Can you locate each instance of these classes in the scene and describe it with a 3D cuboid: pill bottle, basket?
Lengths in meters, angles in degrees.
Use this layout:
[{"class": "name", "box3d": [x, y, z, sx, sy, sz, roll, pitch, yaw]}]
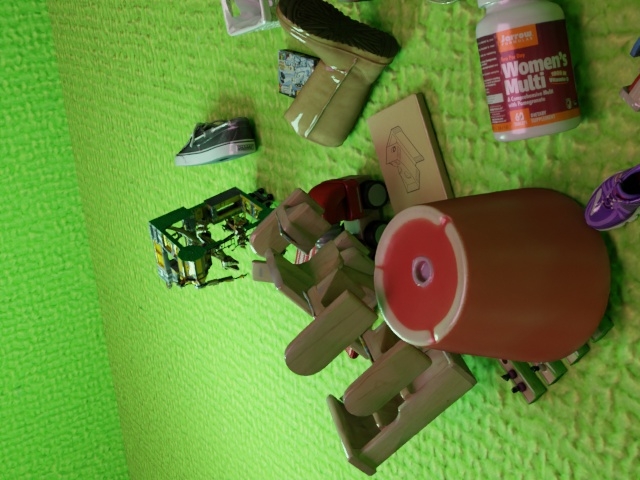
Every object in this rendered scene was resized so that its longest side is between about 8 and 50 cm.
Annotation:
[{"class": "pill bottle", "box3d": [0.280, -0.254, 1.138, 0.121, 0.121, 0.221, 2, 106, 58]}, {"class": "basket", "box3d": [-0.120, -0.490, 1.694, 0.167, 0.103, 0.113, 5, 108, 57]}]

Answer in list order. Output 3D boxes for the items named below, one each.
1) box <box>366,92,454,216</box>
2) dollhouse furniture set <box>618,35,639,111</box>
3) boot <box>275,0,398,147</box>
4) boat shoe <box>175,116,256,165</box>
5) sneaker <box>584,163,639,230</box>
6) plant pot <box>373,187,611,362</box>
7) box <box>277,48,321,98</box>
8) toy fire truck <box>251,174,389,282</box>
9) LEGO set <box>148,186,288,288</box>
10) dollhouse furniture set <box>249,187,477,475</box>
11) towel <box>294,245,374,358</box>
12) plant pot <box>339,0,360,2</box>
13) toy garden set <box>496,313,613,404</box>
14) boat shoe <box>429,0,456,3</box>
[{"class": "box", "box3d": [0.158, -0.146, 1.488, 0.164, 0.021, 0.201, -17, 90, 60]}, {"class": "dollhouse furniture set", "box3d": [0.380, -0.260, 0.963, 0.129, 0.129, 0.183, 56, 146, 27]}, {"class": "boot", "box3d": [-0.011, -0.298, 1.518, 0.269, 0.236, 0.089, -52, 17, 53]}, {"class": "boat shoe", "box3d": [-0.270, -0.246, 2.053, 0.306, 0.113, 0.105, -5, 94, 56]}, {"class": "sneaker", "box3d": [0.398, -0.066, 1.086, 0.068, 0.071, 0.170, 63, 149, 17]}, {"class": "plant pot", "box3d": [0.229, 0.049, 1.191, 0.275, 0.243, 0.275, -4, 85, 55]}, {"class": "box", "box3d": [-0.042, -0.339, 1.713, 0.137, 0.027, 0.094, 31, 128, 49]}, {"class": "toy fire truck", "box3d": [0.000, 0.000, 1.594, 0.158, 0.246, 0.217, 8, 111, 57]}, {"class": "LEGO set", "box3d": [-0.237, 0.029, 1.946, 0.255, 0.331, 0.192, 27, 136, 35]}, {"class": "dollhouse furniture set", "box3d": [0.031, 0.178, 1.405, 0.394, 0.256, 0.362, 41, -168, -29]}, {"class": "towel", "box3d": [0.024, 0.107, 1.823, 0.275, 0.031, 0.199, 52, 145, 35]}, {"class": "plant pot", "box3d": [-0.015, -0.524, 1.385, 0.263, 0.229, 0.263, 33, 130, 49]}, {"class": "toy garden set", "box3d": [0.323, 0.127, 1.323, 0.204, 0.049, 0.244, 57, 146, 26]}, {"class": "boat shoe", "box3d": [0.195, -0.394, 1.255, 0.190, 0.072, 0.068, 15, 117, 56]}]
